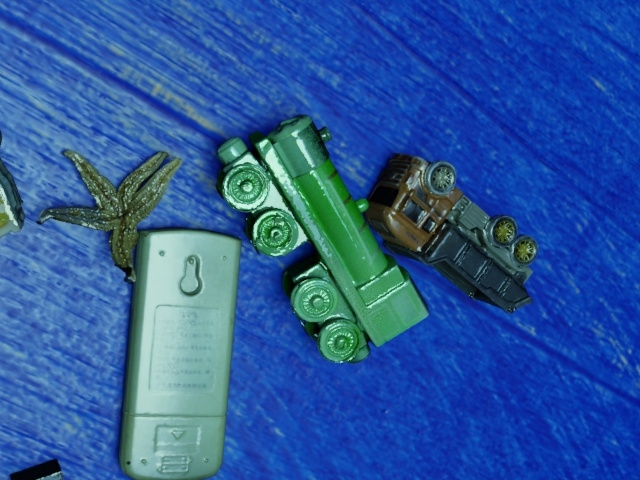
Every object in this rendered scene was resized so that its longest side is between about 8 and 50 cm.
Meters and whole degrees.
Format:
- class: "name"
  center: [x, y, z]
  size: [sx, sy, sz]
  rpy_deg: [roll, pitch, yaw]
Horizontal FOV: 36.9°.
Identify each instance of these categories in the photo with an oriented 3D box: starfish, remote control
- class: "starfish"
  center: [-0.181, -0.018, 0.846]
  size: [0.133, 0.041, 0.130]
  rpy_deg: [-8, 73, -16]
- class: "remote control"
  center: [-0.130, 0.104, 0.885]
  size: [0.098, 0.038, 0.233]
  rpy_deg: [4, 92, -24]

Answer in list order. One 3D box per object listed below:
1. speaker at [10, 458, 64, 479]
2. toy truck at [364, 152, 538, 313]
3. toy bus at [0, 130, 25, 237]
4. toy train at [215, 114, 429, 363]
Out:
- class: "speaker"
  center: [-0.229, 0.295, 0.857]
  size: [0.046, 0.040, 0.191]
  rpy_deg: [-17, 101, -20]
- class: "toy truck"
  center: [0.133, -0.003, 0.962]
  size: [0.192, 0.083, 0.092]
  rpy_deg: [38, 84, -22]
- class: "toy bus"
  center: [-0.336, -0.109, 0.757]
  size: [0.106, 0.092, 0.268]
  rpy_deg: [-33, 106, -7]
- class: "toy train"
  center: [0.000, 0.000, 0.899]
  size: [0.119, 0.085, 0.251]
  rpy_deg: [-31, 108, -3]
